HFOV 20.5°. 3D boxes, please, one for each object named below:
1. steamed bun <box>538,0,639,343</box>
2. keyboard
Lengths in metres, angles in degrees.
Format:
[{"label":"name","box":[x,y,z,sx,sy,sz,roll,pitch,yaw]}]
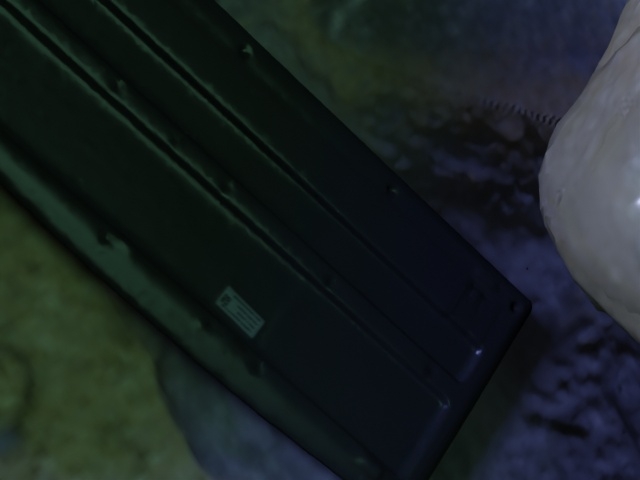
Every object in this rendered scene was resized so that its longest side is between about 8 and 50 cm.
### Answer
[{"label":"steamed bun","box":[0.227,0.061,0.558,0.372,0.230,0.325,30,26,-52]},{"label":"keyboard","box":[-0.005,0.003,0.563,0.381,0.041,0.103,41,67,-13]}]
